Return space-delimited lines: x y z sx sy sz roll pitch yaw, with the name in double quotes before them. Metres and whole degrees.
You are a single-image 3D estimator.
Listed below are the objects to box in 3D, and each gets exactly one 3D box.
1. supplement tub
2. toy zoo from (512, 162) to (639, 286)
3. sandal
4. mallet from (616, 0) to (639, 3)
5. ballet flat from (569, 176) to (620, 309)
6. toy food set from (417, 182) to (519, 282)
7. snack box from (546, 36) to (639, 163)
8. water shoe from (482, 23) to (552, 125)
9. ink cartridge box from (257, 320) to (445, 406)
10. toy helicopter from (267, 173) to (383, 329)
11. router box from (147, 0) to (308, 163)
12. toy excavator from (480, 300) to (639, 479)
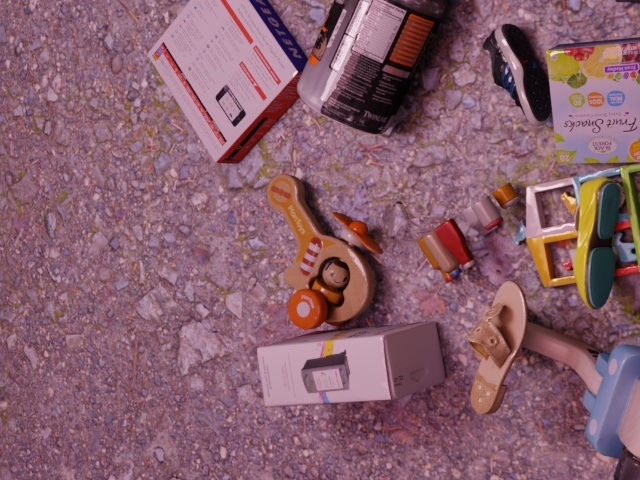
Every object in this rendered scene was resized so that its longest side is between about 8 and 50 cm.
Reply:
"supplement tub" 0.107 -0.395 1.905 0.207 0.207 0.338 36 112 28
"toy zoo" 0.485 -0.024 1.769 0.293 0.030 0.192 -13 86 35
"sandal" 0.289 0.187 1.700 0.088 0.079 0.240 23 105 54
"mallet" 0.596 -0.417 1.668 0.190 0.039 0.062 25 108 35
"ballet flat" 0.475 0.003 1.723 0.077 0.077 0.231 11 97 55
"toy food set" 0.288 -0.005 1.865 0.232 0.111 0.104 -34 86 31
"snack box" 0.493 -0.240 1.699 0.174 0.070 0.207 1 111 35
"water shoe" 0.368 -0.301 1.825 0.080 0.073 0.203 -32 73 60
"ink cartridge box" 0.061 0.246 1.965 0.306 0.226 0.131 -11 88 34
"toy helicopter" 0.000 0.000 2.050 0.235 0.140 0.355 -40 68 28
"router box" -0.203 -0.393 2.198 0.301 0.082 0.335 -43 69 29
"toy excavator" 0.513 0.247 1.670 0.433 0.445 0.222 12 102 -8
